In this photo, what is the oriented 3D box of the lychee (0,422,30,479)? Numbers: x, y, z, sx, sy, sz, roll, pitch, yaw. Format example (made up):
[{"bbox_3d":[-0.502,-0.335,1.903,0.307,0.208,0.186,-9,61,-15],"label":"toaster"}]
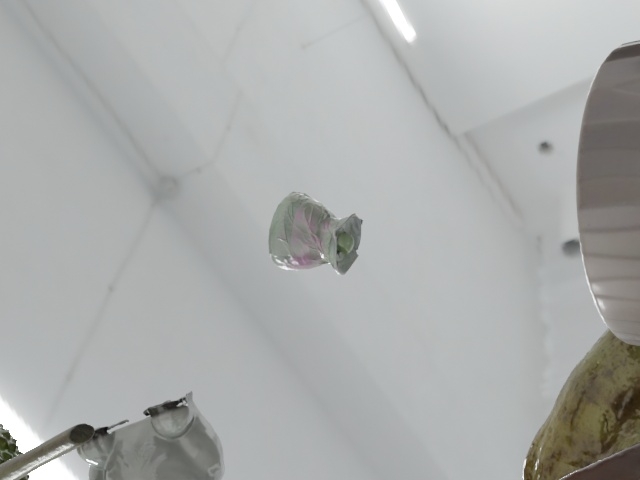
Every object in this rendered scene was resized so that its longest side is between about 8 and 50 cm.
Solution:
[{"bbox_3d":[-0.533,0.326,1.557,0.320,0.270,0.270,2,-113,-49],"label":"lychee"}]

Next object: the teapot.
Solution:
[{"bbox_3d":[0.000,0.000,1.002,0.064,0.064,0.083,-70,-24,-14],"label":"teapot"}]

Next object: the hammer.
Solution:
[{"bbox_3d":[-0.172,0.125,0.620,0.017,0.182,0.062,57,-145,-4],"label":"hammer"}]

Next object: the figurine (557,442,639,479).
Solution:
[{"bbox_3d":[0.300,0.245,0.880,0.283,0.204,0.338,20,-124,-24],"label":"figurine"}]

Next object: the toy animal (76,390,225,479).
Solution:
[{"bbox_3d":[-0.195,0.396,1.686,0.357,0.193,0.258,69,-160,5],"label":"toy animal"}]

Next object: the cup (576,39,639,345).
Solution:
[{"bbox_3d":[0.318,-0.061,0.739,0.208,0.273,0.288,30,-115,-51],"label":"cup"}]

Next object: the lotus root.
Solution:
[{"bbox_3d":[0.241,0.172,1.081,0.110,0.097,0.258,-30,-39,-63],"label":"lotus root"}]
